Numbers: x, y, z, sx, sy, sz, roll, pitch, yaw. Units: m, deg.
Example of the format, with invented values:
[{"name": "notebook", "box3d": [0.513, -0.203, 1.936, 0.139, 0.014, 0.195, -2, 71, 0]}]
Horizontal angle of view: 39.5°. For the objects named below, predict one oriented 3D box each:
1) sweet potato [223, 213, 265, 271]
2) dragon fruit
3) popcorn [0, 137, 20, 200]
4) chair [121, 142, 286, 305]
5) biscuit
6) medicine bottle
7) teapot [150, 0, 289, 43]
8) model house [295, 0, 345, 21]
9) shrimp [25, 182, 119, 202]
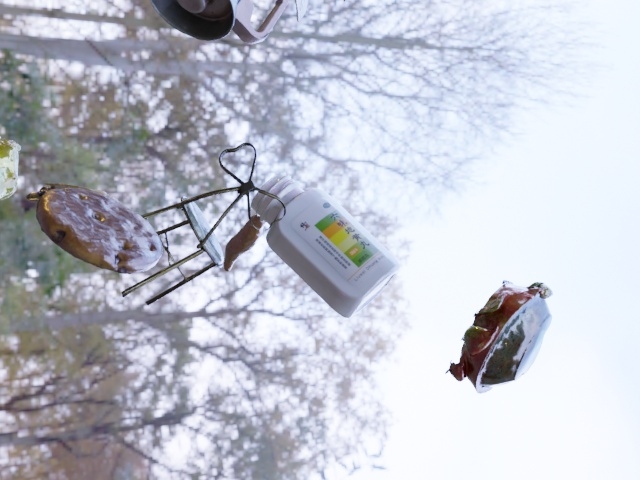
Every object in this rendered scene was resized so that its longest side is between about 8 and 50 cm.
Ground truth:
[{"name": "sweet potato", "box3d": [-0.205, -0.007, 2.512, 0.314, 0.072, 0.066, -42, -108, 48]}, {"name": "dragon fruit", "box3d": [0.384, 0.203, 1.865, 0.130, 0.295, 0.269, 25, -65, 25]}, {"name": "popcorn", "box3d": [-0.802, -0.129, 1.903, 0.321, 0.290, 0.326, -15, -91, 17]}, {"name": "chair", "box3d": [-0.216, -0.018, 1.591, 0.160, 0.325, 0.170, 63, 3, 16]}, {"name": "biscuit", "box3d": [-0.337, -0.020, 1.378, 0.036, 0.212, 0.212, -58, -140, 20]}, {"name": "medicine bottle", "box3d": [0.000, 0.000, 1.882, 0.324, 0.179, 0.124, 43, -41, 12]}, {"name": "teapot", "box3d": [-0.180, -0.582, 1.846, 0.253, 0.300, 0.344, -11, -138, 46]}, {"name": "model house", "box3d": [0.045, -0.448, 1.414, 0.219, 0.135, 0.208, 82, 19, -77]}, {"name": "shrimp", "box3d": [-0.633, -0.063, 2.306, 0.058, 0.253, 0.173, -109, -154, -66]}]
